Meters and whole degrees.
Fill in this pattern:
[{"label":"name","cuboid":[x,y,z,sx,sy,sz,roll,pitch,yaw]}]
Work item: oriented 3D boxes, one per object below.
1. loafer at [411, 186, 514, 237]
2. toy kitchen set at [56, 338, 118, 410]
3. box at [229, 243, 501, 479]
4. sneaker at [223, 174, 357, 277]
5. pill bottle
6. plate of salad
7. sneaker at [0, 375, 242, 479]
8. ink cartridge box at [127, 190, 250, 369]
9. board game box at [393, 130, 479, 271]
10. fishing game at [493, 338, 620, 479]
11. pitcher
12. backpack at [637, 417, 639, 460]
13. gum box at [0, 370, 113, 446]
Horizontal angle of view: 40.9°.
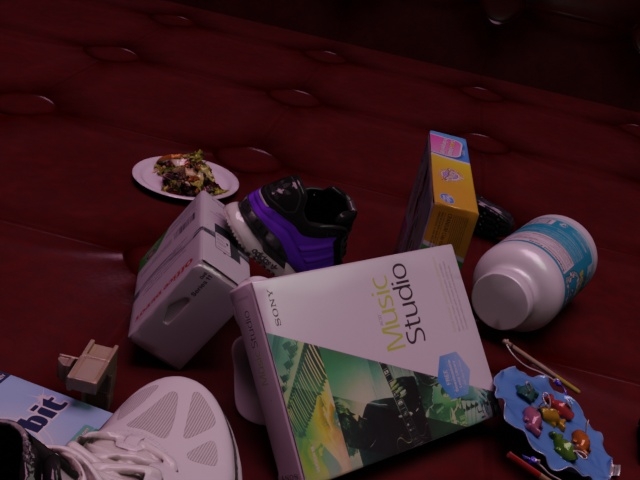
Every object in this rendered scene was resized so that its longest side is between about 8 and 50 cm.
[{"label":"loafer","cuboid":[0.286,-0.070,1.693,0.223,0.076,0.078,24,36,31]},{"label":"toy kitchen set","cuboid":[-0.274,0.163,0.964,0.068,0.083,0.075,13,28,1]},{"label":"box","cuboid":[0.064,0.139,1.031,0.322,0.232,0.058,-10,-10,-36]},{"label":"sneaker","cuboid":[0.000,0.000,1.219,0.293,0.146,0.102,41,18,-53]},{"label":"pill bottle","cuboid":[0.338,0.057,1.381,0.146,0.146,0.264,26,29,26]},{"label":"plate of salad","cuboid":[-0.250,-0.127,1.605,0.200,0.048,0.200,11,25,-5]},{"label":"sneaker","cuboid":[-0.167,0.201,0.673,0.169,0.257,0.447,3,31,8]},{"label":"ink cartridge box","cuboid":[-0.173,0.049,1.146,0.087,0.153,0.208,37,18,-22]},{"label":"board game box","cuboid":[0.169,-0.006,1.324,0.064,0.242,0.316,14,26,0]},{"label":"fishing game","cuboid":[0.301,0.227,1.081,0.189,0.041,0.264,36,26,-3]},{"label":"pitcher","cuboid":[-0.031,0.108,1.081,0.125,0.177,0.207,0,18,33]},{"label":"backpack","cuboid":[0.476,0.231,1.118,0.101,0.120,0.098,15,25,5]},{"label":"gum box","cuboid":[-0.312,0.215,0.891,0.184,0.041,0.157,18,26,10]}]
